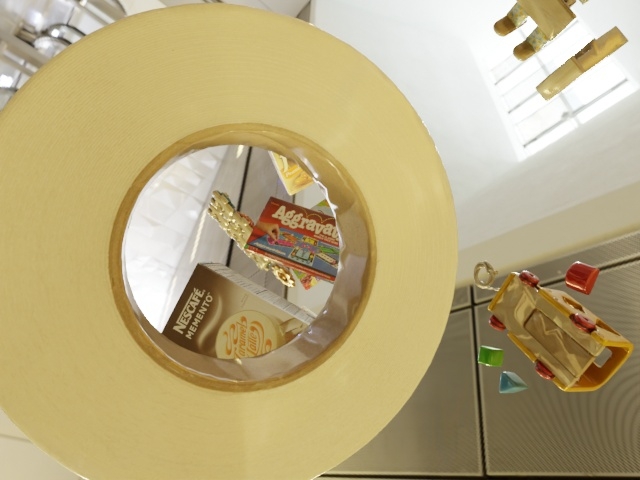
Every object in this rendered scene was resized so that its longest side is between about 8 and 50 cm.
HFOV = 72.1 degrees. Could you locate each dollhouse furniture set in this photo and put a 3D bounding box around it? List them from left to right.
[{"bbox_3d":[0.492,-0.452,0.936,0.161,0.242,0.212,-35,175,-17],"label":"dollhouse furniture set"}]

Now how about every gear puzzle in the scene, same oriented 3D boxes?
[{"bbox_3d":[-0.181,0.000,1.227,0.044,0.339,0.175,-43,180,-27],"label":"gear puzzle"}]

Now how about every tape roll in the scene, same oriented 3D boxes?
[{"bbox_3d":[-0.062,0.013,0.369,0.391,0.392,0.072,-64,-159,-8],"label":"tape roll"}]

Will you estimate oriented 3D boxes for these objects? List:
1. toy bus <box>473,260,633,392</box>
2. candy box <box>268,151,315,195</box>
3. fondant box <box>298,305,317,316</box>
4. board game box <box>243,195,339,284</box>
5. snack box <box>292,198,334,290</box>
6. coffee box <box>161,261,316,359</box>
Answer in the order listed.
[{"bbox_3d":[0.339,0.122,0.646,0.191,0.104,0.202,-23,-119,56],"label":"toy bus"},{"bbox_3d":[-0.063,-0.284,1.336,0.183,0.316,0.087,-29,-115,-5],"label":"candy box"},{"bbox_3d":[-0.013,0.401,1.545,0.330,0.096,0.238,23,-60,56],"label":"fondant box"},{"bbox_3d":[-0.018,0.004,0.991,0.281,0.027,0.145,19,-110,16],"label":"board game box"},{"bbox_3d":[0.000,0.000,1.137,0.207,0.070,0.174,-33,-126,-6],"label":"snack box"},{"bbox_3d":[-0.101,0.151,0.680,0.141,0.247,0.098,-62,174,1],"label":"coffee box"}]
